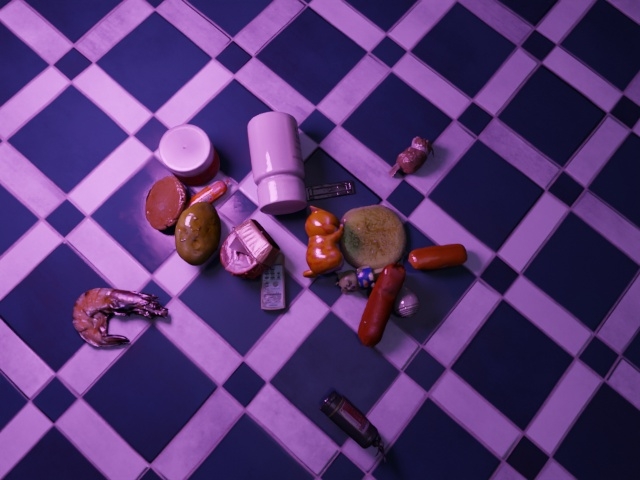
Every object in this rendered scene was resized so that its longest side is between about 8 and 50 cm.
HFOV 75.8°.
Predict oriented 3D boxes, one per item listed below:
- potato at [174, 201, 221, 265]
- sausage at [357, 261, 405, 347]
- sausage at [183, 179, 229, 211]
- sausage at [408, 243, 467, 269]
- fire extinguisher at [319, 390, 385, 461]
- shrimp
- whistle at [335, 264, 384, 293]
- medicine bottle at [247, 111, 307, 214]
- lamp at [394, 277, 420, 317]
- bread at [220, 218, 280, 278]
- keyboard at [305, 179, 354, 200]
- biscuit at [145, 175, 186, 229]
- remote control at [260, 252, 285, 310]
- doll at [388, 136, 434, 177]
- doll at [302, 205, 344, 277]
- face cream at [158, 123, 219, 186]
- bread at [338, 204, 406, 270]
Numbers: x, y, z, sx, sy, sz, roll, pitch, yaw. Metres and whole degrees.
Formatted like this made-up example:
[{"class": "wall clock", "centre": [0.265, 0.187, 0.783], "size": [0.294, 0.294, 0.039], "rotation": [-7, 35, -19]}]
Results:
[{"class": "potato", "centre": [-0.479, -0.028, 1.604], "size": [0.149, 0.186, 0.253], "rotation": [-1, 70, 42]}, {"class": "sausage", "centre": [0.232, 0.244, 1.587], "size": [0.097, 0.094, 0.348], "rotation": [18, 96, -20]}, {"class": "sausage", "centre": [-0.472, -0.175, 1.690], "size": [0.234, 0.071, 0.071], "rotation": [-40, 83, -8]}, {"class": "sausage", "centre": [0.474, 0.070, 1.667], "size": [0.239, 0.098, 0.097], "rotation": [-8, 79, -6]}, {"class": "fire extinguisher", "centre": [0.137, 0.690, 1.530], "size": [0.294, 0.118, 0.093], "rotation": [40, 115, 6]}, {"class": "shrimp", "centre": [-0.776, 0.304, 1.591], "size": [0.366, 0.071, 0.232], "rotation": [7, 88, -1]}, {"class": "whistle", "centre": [0.172, 0.151, 1.634], "size": [0.228, 0.085, 0.105], "rotation": [-13, 123, 1]}, {"class": "medicine bottle", "centre": [-0.172, -0.305, 1.658], "size": [0.211, 0.211, 0.370], "rotation": [-8, 80, -4]}, {"class": "lamp", "centre": [0.328, 0.213, 1.633], "size": [0.106, 0.106, 0.192], "rotation": [-13, 69, -5]}, {"class": "bread", "centre": [-0.285, 0.039, 1.603], "size": [0.212, 0.142, 0.224], "rotation": [-42, 62, 3]}, {"class": "keyboard", "centre": [0.039, -0.213, 1.746], "size": [0.205, 0.013, 0.061], "rotation": [-9, 80, -4]}, {"class": "biscuit", "centre": [-0.621, -0.150, 1.654], "size": [0.226, 0.042, 0.225], "rotation": [-6, 77, 26]}, {"class": "remote control", "centre": [-0.191, 0.162, 1.650], "size": [0.098, 0.038, 0.233], "rotation": [-2, 80, -2]}, {"class": "doll", "centre": [0.382, -0.346, 1.738], "size": [0.221, 0.105, 0.115], "rotation": [-40, 84, -10]}, {"class": "doll", "centre": [0.017, 0.010, 1.627], "size": [0.163, 0.166, 0.269], "rotation": [3, 76, -1]}, {"class": "face cream", "centre": [-0.522, -0.338, 1.661], "size": [0.201, 0.187, 0.200], "rotation": [0, 79, -2]}, {"class": "bread", "centre": [0.212, -0.008, 1.697], "size": [0.302, 0.045, 0.300], "rotation": [0, 80, -1]}]
